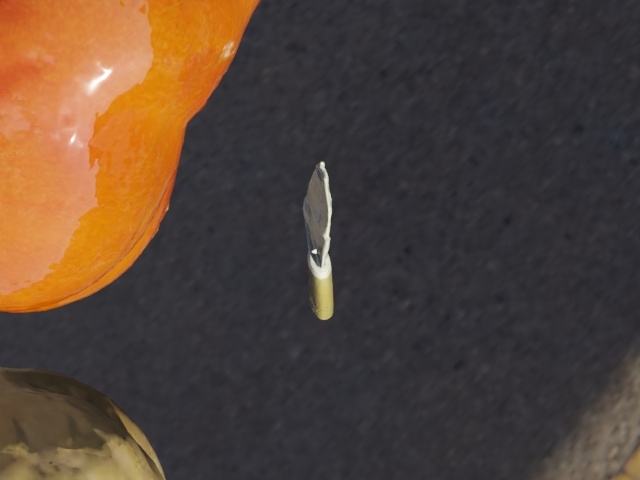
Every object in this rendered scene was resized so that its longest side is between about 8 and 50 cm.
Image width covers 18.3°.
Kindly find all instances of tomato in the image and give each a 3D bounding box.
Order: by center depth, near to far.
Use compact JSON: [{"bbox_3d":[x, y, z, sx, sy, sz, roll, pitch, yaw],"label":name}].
[{"bbox_3d":[-0.124,-0.091,0.838,0.180,0.260,0.260,23,128,-3],"label":"tomato"}]

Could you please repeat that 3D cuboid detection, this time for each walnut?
[{"bbox_3d":[-0.272,0.283,1.663,0.381,0.381,0.381,16,123,25],"label":"walnut"}]

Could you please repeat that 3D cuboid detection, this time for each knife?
[{"bbox_3d":[-0.003,0.001,1.407,0.298,0.017,0.047,89,168,-74],"label":"knife"}]
